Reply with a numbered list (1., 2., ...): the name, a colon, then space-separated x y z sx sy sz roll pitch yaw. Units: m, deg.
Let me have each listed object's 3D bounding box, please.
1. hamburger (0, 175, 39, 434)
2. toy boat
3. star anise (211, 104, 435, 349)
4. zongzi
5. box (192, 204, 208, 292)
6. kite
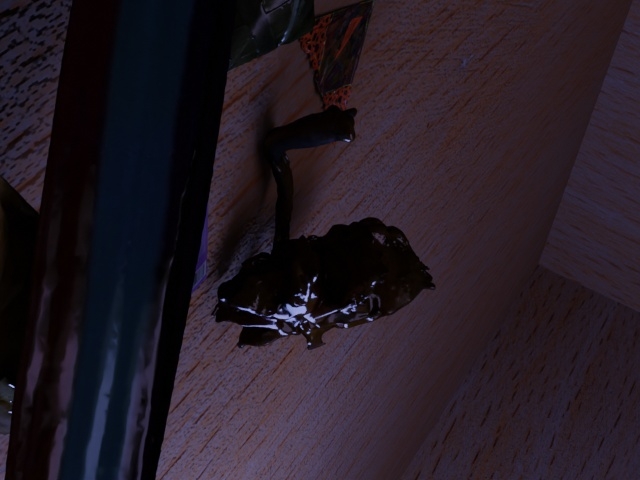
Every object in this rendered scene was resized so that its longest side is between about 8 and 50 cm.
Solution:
1. hamburger: -0.199 0.020 0.476 0.262 0.124 0.131 84 13 -66
2. toy boat: -0.099 -0.041 0.494 0.136 0.079 0.392 73 25 -81
3. star anise: 0.003 0.007 0.917 0.237 0.148 0.346 -11 144 -10
4. zongzi: -0.053 -0.180 0.686 0.119 0.055 0.109 -37 148 -31
5. box: -0.117 -0.008 0.736 0.117 0.050 0.036 96 20 -43
6. kite: 0.026 -0.193 0.936 0.125 0.008 0.222 -58 160 -16
